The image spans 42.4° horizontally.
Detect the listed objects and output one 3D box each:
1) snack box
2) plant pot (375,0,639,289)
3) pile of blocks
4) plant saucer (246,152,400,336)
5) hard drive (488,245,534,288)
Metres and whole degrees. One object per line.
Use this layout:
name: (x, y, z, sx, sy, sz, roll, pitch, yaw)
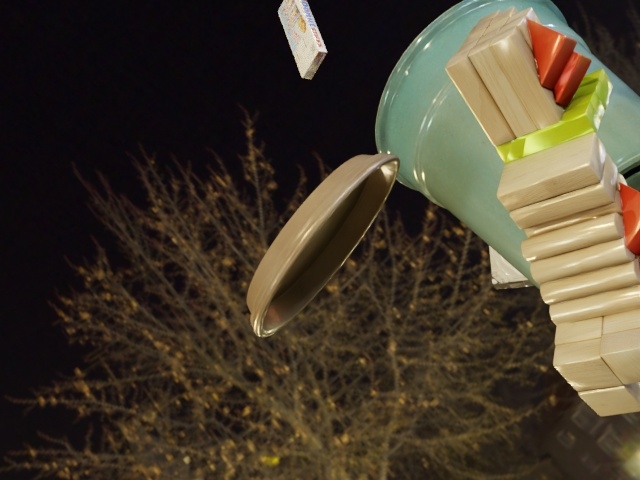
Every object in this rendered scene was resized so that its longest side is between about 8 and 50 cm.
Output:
snack box: (-0.034, -0.367, 1.445, 0.022, 0.178, 0.064, 4, -39, -30)
plant pot: (0.305, -0.113, 1.124, 0.341, 0.334, 0.341, -19, -43, -19)
pile of blocks: (0.232, -0.038, 0.690, 0.113, 0.362, 0.149, -19, 1, 40)
plant saucer: (0.000, 0.000, 1.017, 0.278, 0.041, 0.278, -49, -12, -14)
hard drive: (0.527, -0.030, 1.758, 0.339, 0.236, 0.064, -6, -17, 16)
